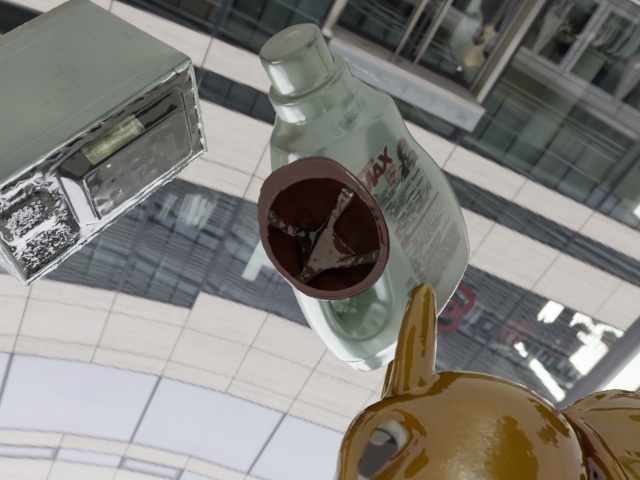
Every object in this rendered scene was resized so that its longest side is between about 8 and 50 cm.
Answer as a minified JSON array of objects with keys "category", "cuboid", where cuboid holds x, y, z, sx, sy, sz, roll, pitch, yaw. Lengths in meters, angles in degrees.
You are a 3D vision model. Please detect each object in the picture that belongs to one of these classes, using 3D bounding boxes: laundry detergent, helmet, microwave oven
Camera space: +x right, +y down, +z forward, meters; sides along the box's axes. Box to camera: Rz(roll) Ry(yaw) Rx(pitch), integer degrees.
[{"category":"laundry detergent","cuboid":[0.038,-0.046,0.697,0.125,0.397,0.264,19,-119,42]},{"category":"helmet","cuboid":[0.000,0.000,0.448,0.089,0.057,0.111,-17,-111,-11]},{"category":"microwave oven","cuboid":[-0.383,-0.146,0.891,0.286,0.218,0.355,33,-121,21]}]

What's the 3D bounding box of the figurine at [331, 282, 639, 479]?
[{"category":"figurine","cuboid":[0.201,0.231,0.490,0.387,0.267,0.401,22,-160,16]}]
